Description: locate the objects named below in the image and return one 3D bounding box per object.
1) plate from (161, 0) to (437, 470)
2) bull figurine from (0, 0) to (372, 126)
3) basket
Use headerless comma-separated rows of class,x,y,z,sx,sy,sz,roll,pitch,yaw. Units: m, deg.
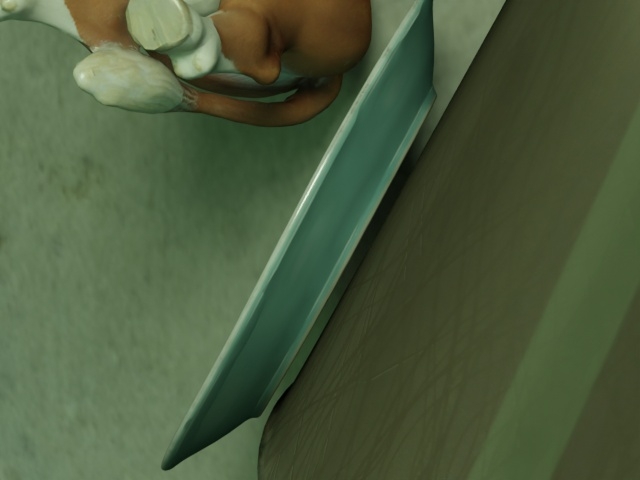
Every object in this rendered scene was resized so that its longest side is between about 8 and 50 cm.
plate,0.000,0.000,0.599,0.024,0.188,0.188,28,127,0
bull figurine,-0.075,-0.181,0.607,0.101,0.188,0.310,-25,92,30
basket,0.093,0.003,0.516,0.154,0.204,0.227,20,116,-9
